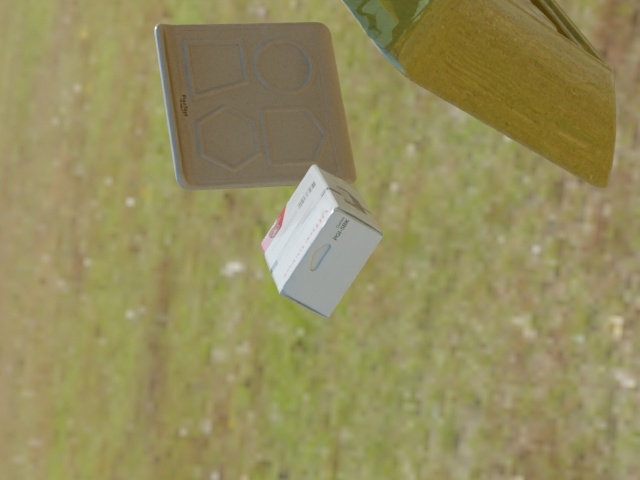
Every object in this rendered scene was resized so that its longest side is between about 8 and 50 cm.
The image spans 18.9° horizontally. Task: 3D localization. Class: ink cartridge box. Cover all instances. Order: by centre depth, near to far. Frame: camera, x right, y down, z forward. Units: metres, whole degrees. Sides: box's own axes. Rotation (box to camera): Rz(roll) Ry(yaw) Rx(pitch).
[{"bbox_3d":[0.000,0.000,1.791,0.099,0.056,0.135,-56,19,12],"label":"ink cartridge box"}]

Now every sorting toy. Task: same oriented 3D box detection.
[{"bbox_3d":[-0.071,-0.144,2.066,0.038,0.208,0.193,133,132,-60],"label":"sorting toy"}]

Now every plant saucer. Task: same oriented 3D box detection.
[{"bbox_3d":[0.095,-0.218,1.542,0.081,0.333,0.333,-45,55,16],"label":"plant saucer"}]
